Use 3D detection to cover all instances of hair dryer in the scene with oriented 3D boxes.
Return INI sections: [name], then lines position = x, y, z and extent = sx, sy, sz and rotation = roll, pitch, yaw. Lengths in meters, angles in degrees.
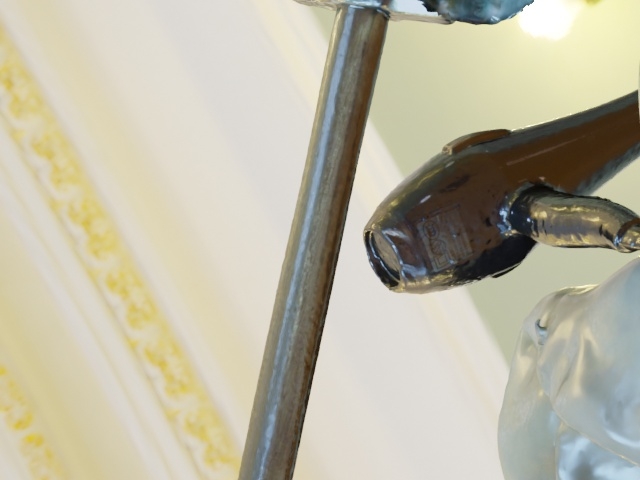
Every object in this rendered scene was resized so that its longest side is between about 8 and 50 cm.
[hair dryer]
position = 0.221, -0.028, 1.294
extent = 0.304, 0.359, 0.120
rotation = -24, -72, -18

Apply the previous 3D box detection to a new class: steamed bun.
[steamed bun]
position = 0.319, 0.186, 1.452
extent = 0.342, 0.368, 0.255
rotation = 25, -110, -17

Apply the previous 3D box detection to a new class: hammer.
[hammer]
position = 0.000, 0.000, 1.014
extent = 0.043, 0.111, 0.365
rotation = 14, -93, -62

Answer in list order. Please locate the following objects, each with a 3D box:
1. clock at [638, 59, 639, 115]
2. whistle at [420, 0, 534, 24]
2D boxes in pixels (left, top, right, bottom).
[clock]
position = 0.172, -0.003, 0.445
extent = 0.170, 0.069, 0.232
rotation = 23, -148, -5
[whistle]
position = 0.086, -0.244, 0.811
extent = 0.062, 0.062, 0.312
rotation = 28, -124, -31
